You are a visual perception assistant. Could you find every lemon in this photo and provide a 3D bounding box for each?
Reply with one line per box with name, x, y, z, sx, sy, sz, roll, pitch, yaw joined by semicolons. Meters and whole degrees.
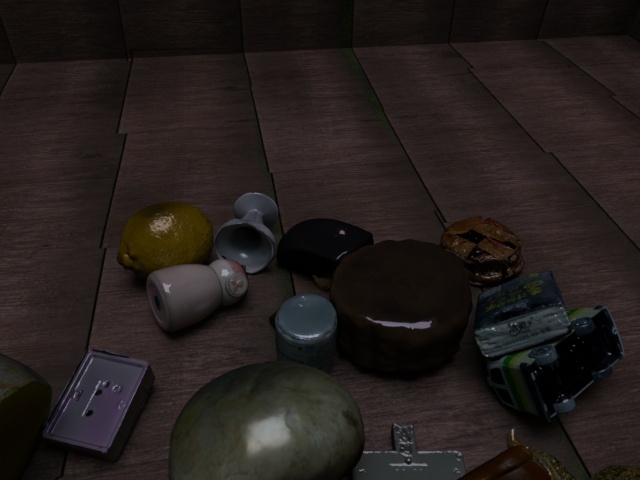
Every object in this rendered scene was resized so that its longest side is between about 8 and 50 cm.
lemon;-0.389;0.002;1.412;0.260;0.204;0.204;-25;47;-28

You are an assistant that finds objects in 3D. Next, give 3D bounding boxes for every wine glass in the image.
wine glass;-0.190;-0.026;1.500;0.165;0.164;0.196;4;32;2

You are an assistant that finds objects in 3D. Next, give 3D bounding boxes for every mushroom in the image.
mushroom;-0.090;0.351;0.962;0.352;0.260;0.352;-15;2;0

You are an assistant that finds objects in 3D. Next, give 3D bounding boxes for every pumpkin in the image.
pumpkin;-0.608;0.349;0.935;0.199;0.332;0.332;23;43;5

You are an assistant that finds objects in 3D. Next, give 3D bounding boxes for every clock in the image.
clock;-0.434;0.325;1.108;0.147;0.071;0.192;9;52;9

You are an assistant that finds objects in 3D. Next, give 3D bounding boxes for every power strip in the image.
power strip;0.163;0.417;1.054;0.216;0.061;0.145;1;41;-3

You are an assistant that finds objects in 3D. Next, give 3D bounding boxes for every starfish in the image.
starfish;0.465;0.501;0.964;0.347;0.078;0.357;11;41;6

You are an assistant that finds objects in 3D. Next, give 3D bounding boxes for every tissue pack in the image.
tissue pack;0.439;0.153;1.227;0.185;0.081;0.257;-25;4;22

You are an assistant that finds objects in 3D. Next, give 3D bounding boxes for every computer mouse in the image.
computer mouse;0.000;0.000;1.451;0.269;0.100;0.170;8;34;40

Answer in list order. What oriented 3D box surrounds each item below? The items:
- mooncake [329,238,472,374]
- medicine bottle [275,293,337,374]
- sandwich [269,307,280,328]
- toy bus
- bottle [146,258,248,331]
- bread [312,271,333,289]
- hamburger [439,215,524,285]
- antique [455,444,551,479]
mooncake;0.181;0.153;1.271;0.324;0.187;0.324;0;39;0
medicine bottle;-0.031;0.218;1.197;0.135;0.168;0.135;0;41;0
sandwich;-0.078;0.158;1.306;0.074;0.116;0.074;-20;46;-24
toy bus;0.493;0.249;1.179;0.276;0.133;0.165;-24;5;-29
bottle;-0.281;0.116;1.335;0.237;0.147;0.147;-16;43;-32
bread;0.028;0.082;1.451;0.072;0.053;0.106;-9;33;23
hamburger;0.439;0.019;1.502;0.231;0.106;0.231;-5;38;4
antique;0.247;0.451;0.887;0.278;0.223;0.129;-26;53;-15
